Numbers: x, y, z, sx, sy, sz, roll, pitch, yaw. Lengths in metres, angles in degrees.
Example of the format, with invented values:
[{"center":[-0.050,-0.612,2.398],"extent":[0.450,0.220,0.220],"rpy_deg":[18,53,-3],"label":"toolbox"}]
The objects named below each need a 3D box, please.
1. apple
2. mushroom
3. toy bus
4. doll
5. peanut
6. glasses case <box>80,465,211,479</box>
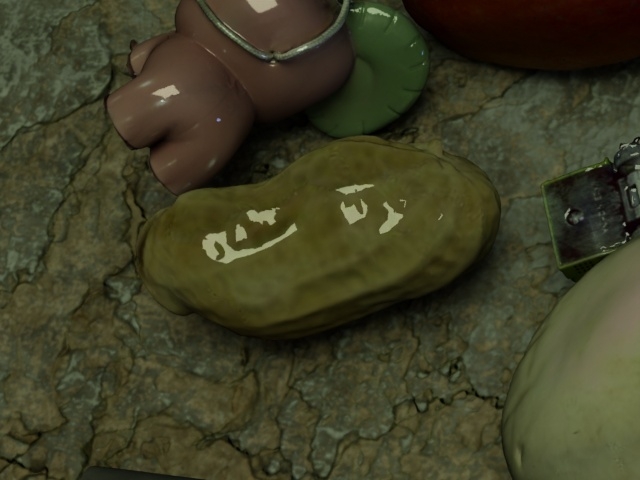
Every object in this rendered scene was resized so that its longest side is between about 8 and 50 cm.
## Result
[{"center":[0.242,-0.337,1.730],"extent":[0.365,0.295,0.329],"rpy_deg":[-17,19,18],"label":"apple"},{"center":[0.286,0.155,1.419],"extent":[0.315,0.315,0.356],"rpy_deg":[-10,67,11],"label":"mushroom"},{"center":[0.363,-0.038,1.575],"extent":[0.302,0.139,0.113],"rpy_deg":[-16,62,17],"label":"toy bus"},{"center":[-0.055,-0.189,1.708],"extent":[0.268,0.284,0.216],"rpy_deg":[-31,24,26],"label":"doll"},{"center":[0.002,0.004,1.631],"extent":[0.340,0.174,0.158],"rpy_deg":[-23,55,7],"label":"peanut"},{"center":[-0.138,0.257,1.631],"extent":[0.191,0.042,0.072],"rpy_deg":[5,75,18],"label":"glasses case"}]
